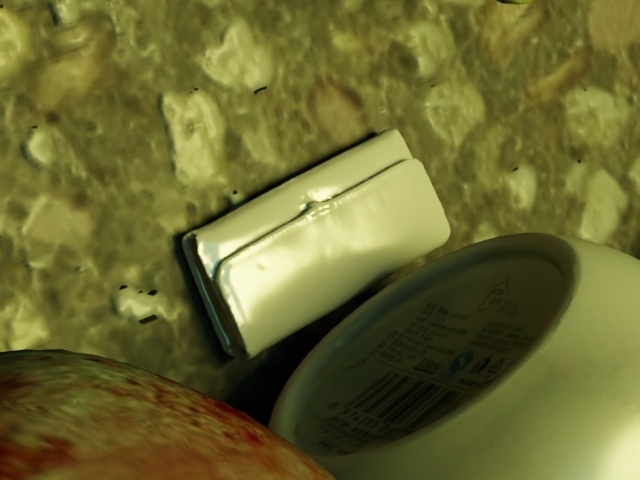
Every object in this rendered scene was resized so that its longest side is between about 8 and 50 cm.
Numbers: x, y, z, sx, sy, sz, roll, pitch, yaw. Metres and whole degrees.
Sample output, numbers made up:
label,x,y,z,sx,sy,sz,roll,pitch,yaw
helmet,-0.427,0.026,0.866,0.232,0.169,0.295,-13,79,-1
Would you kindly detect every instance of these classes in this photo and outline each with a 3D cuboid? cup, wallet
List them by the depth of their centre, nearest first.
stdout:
label,x,y,z,sx,sy,sz,roll,pitch,yaw
cup,0.121,0.165,0.808,0.212,0.212,0.317,-45,112,-26
wallet,0.000,0.000,0.836,0.122,0.025,0.061,-29,99,-31

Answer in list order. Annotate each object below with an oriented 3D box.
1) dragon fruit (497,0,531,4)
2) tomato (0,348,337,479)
label,x,y,z,sx,sy,sz,roll,pitch,yaw
dragon fruit,0.067,-0.176,0.794,0.166,0.172,0.160,-48,115,-24
tomato,-0.101,0.187,0.593,0.316,0.317,0.283,-19,71,-33
